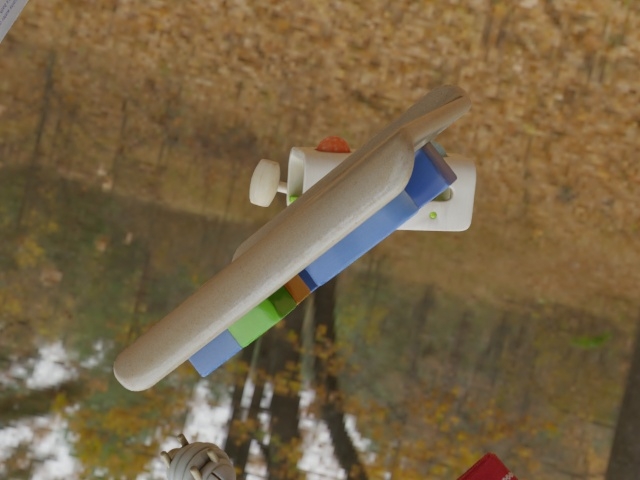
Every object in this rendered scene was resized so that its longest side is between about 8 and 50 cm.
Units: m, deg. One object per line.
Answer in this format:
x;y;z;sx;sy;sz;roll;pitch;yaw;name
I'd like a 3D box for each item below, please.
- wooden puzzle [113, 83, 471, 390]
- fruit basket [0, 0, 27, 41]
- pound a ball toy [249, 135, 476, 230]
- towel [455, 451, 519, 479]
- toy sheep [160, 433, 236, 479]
0.000;0.000;1.123;0.080;0.322;0.348;50;-160;-3;wooden puzzle
-0.308;-0.214;0.794;0.165;0.327;0.353;7;141;13;fruit basket
0.061;-0.102;1.968;0.319;0.136;0.208;2;-169;-13;pound a ball toy
0.200;0.391;1.339;0.275;0.199;0.031;50;168;9;towel
-0.153;0.300;1.596;0.091;0.091;0.132;14;-175;-45;toy sheep
